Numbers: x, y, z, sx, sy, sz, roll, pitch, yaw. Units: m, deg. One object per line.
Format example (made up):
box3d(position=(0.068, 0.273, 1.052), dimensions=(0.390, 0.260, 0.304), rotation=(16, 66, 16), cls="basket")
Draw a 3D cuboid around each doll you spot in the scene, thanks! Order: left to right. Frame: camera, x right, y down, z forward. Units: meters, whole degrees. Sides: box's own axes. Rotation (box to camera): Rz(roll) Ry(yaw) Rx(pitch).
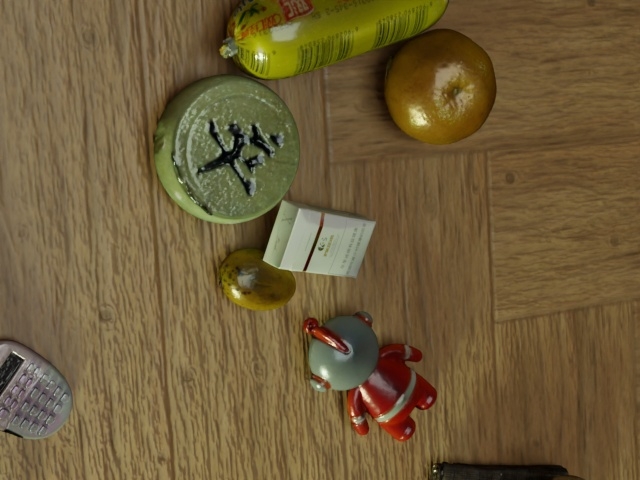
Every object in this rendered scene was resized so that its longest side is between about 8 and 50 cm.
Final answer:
box3d(position=(0.058, 0.176, 1.874), dimensions=(0.245, 0.076, 0.142), rotation=(40, 77, -28), cls="doll")

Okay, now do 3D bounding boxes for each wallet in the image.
box3d(position=(0.255, 0.383, 2.009), dimensions=(0.230, 0.042, 0.124), rotation=(6, 92, -31), cls="wallet")

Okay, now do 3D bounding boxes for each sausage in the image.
box3d(position=(0.022, -0.292, 1.778), dimensions=(0.347, 0.123, 0.123), rotation=(-21, 104, -24), cls="sausage")

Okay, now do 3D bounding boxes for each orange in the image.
box3d(position=(0.158, -0.206, 1.854), dimensions=(0.155, 0.134, 0.154), rotation=(-3, 106, -11), cls="orange")

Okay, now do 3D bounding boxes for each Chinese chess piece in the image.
box3d(position=(-0.117, -0.115, 1.751), dimensions=(0.188, 0.083, 0.188), rotation=(-2, 95, -25), cls="Chinese chess piece")

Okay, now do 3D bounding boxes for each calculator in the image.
box3d(position=(-0.375, 0.179, 1.686), dimensions=(0.166, 0.024, 0.103), rotation=(39, 79, -27), cls="calculator")

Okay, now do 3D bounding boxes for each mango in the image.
box3d(position=(-0.081, 0.051, 1.803), dimensions=(0.114, 0.057, 0.078), rotation=(15, 85, -35), cls="mango")

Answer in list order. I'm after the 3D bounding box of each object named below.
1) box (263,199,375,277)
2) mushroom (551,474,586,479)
box3d(position=(0.000, 0.000, 1.810), dimensions=(0.154, 0.040, 0.084), rotation=(9, 106, -47), cls="box")
box3d(position=(0.332, 0.409, 1.965), dimensions=(0.166, 0.127, 0.166), rotation=(-31, 133, -40), cls="mushroom")
